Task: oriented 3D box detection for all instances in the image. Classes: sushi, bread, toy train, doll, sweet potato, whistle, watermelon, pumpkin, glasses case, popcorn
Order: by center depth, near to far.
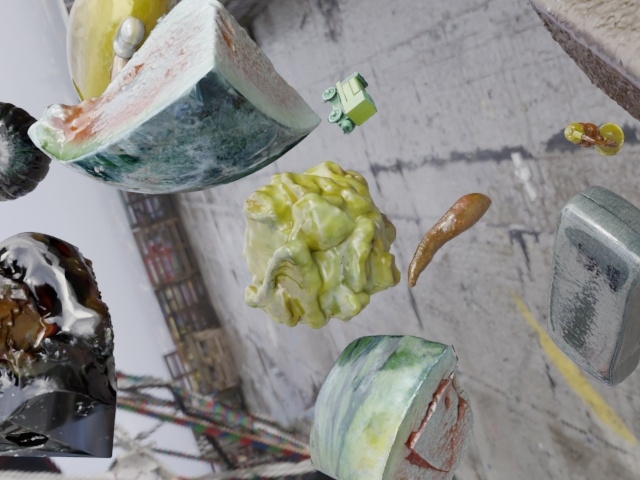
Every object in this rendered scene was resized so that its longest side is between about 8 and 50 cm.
[{"bbox_3d":[0.355,-0.171,0.848,0.165,0.113,0.416,41,-165,-35],"label":"bread"},{"bbox_3d":[-0.146,-0.159,0.877,0.289,0.319,0.214,159,108,-78],"label":"watermelon"},{"bbox_3d":[-0.344,0.108,1.014,0.227,0.215,0.212,-104,23,-55],"label":"sushi"},{"bbox_3d":[0.360,0.066,1.090,0.131,0.074,0.323,44,162,33],"label":"glasses case"},{"bbox_3d":[0.369,-0.133,1.146,0.046,0.109,0.057,-46,63,35],"label":"whistle"},{"bbox_3d":[0.103,0.252,1.184,0.201,0.213,0.261,34,165,-23],"label":"watermelon"},{"bbox_3d":[-0.288,-0.381,1.291,0.423,0.161,0.348,154,125,-70],"label":"doll"},{"bbox_3d":[0.200,-0.009,1.379,0.050,0.214,0.050,40,159,19],"label":"sweet potato"},{"bbox_3d":[0.047,-0.231,1.428,0.050,0.081,0.122,37,-154,-35],"label":"toy train"},{"bbox_3d":[-0.001,0.014,1.492,0.312,0.312,0.312,159,90,-76],"label":"popcorn"},{"bbox_3d":[-0.609,-0.170,1.622,0.150,0.194,0.194,-97,-3,-56],"label":"pumpkin"}]
